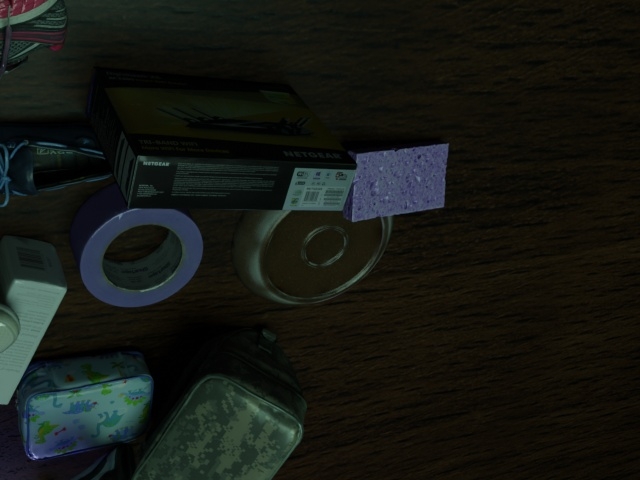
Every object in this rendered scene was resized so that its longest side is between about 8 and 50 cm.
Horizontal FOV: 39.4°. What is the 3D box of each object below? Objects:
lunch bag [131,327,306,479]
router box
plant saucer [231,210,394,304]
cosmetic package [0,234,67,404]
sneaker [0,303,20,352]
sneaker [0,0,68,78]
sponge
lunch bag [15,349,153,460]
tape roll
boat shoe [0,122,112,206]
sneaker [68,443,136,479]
[{"bbox_3d":[-0.174,0.321,1.567,0.213,0.256,0.305,32,107,-8],"label":"lunch bag"},{"bbox_3d":[-0.139,-0.138,1.222,0.309,0.243,0.081,-1,125,-30],"label":"router box"},{"bbox_3d":[0.000,0.000,1.547,0.311,0.050,0.310,-15,131,-18],"label":"plant saucer"},{"bbox_3d":[-0.468,0.120,1.329,0.086,0.117,0.231,15,118,-36],"label":"cosmetic package"},{"bbox_3d":[-0.533,0.178,1.176,0.292,0.118,0.110,-25,133,-17],"label":"sneaker"},{"bbox_3d":[-0.422,-0.224,1.038,0.299,0.121,0.112,-33,142,-30],"label":"sneaker"},{"bbox_3d":[0.130,-0.102,1.507,0.210,0.031,0.117,-10,113,-35],"label":"sponge"},{"bbox_3d":[-0.399,0.280,1.513,0.219,0.090,0.176,-8,128,-26],"label":"lunch bag"},{"bbox_3d":[-0.281,0.005,1.369,0.189,0.080,0.189,-16,132,-19],"label":"tape roll"},{"bbox_3d":[-0.398,-0.110,1.204,0.258,0.089,0.109,-16,131,-18],"label":"boat shoe"},{"bbox_3d":[-0.445,0.456,1.499,0.258,0.169,0.447,-11,172,-4],"label":"sneaker"}]
